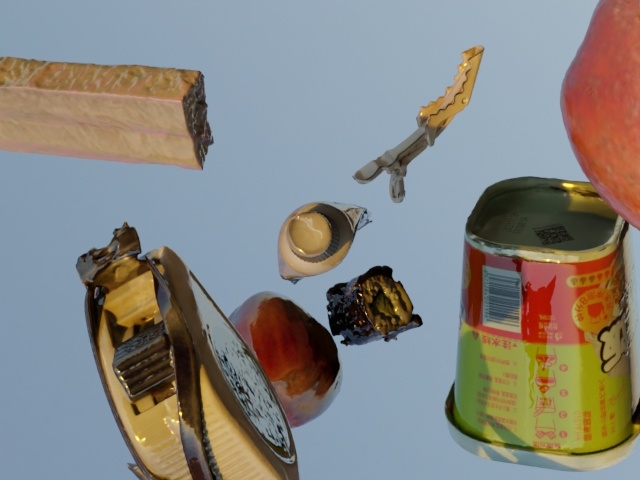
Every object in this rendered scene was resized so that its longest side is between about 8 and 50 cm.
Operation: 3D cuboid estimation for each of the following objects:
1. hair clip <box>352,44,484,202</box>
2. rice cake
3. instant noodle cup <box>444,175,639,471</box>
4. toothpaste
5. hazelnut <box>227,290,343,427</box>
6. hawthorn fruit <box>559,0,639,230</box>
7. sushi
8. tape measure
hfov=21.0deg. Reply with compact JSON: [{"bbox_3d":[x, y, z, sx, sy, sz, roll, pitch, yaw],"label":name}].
[{"bbox_3d":[0.138,-0.140,2.122,0.072,0.226,0.034,38,-175,-32],"label":"hair clip"},{"bbox_3d":[-0.240,-0.124,1.666,0.106,0.297,0.050,71,-146,-47],"label":"rice cake"},{"bbox_3d":[0.297,0.098,2.242,0.294,0.293,0.308,-60,-29,-55],"label":"instant noodle cup"},{"bbox_3d":[0.002,0.000,1.686,0.282,0.099,0.069,25,-127,-86],"label":"toothpaste"},{"bbox_3d":[-0.060,0.152,2.168,0.204,0.178,0.178,84,167,-63],"label":"hazelnut"},{"bbox_3d":[0.293,-0.098,1.223,0.235,0.231,0.263,-3,-168,-9],"label":"hawthorn fruit"},{"bbox_3d":[0.065,0.086,2.215,0.098,0.084,0.094,-10,-102,-45],"label":"sushi"},{"bbox_3d":[-0.135,0.150,1.650,0.271,0.133,0.231,58,-171,-32],"label":"tape measure"}]
